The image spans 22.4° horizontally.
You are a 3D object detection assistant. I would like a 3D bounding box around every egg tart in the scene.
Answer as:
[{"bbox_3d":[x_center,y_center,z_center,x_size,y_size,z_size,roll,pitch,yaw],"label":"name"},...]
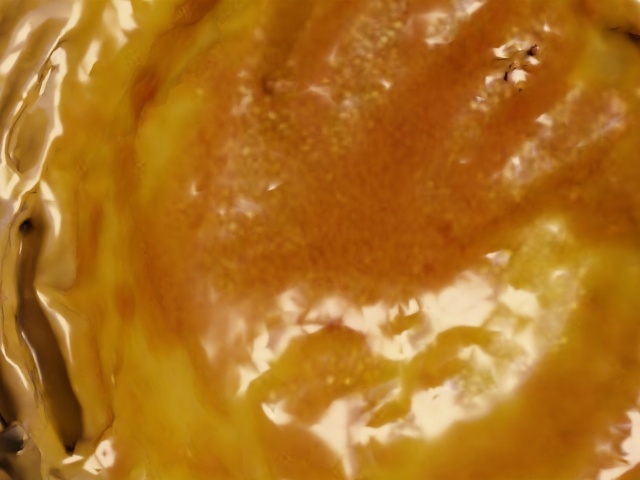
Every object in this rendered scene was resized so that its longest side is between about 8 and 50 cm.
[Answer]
[{"bbox_3d":[0.000,0.000,0.663,0.388,0.169,0.388,-4,98,-30],"label":"egg tart"}]
